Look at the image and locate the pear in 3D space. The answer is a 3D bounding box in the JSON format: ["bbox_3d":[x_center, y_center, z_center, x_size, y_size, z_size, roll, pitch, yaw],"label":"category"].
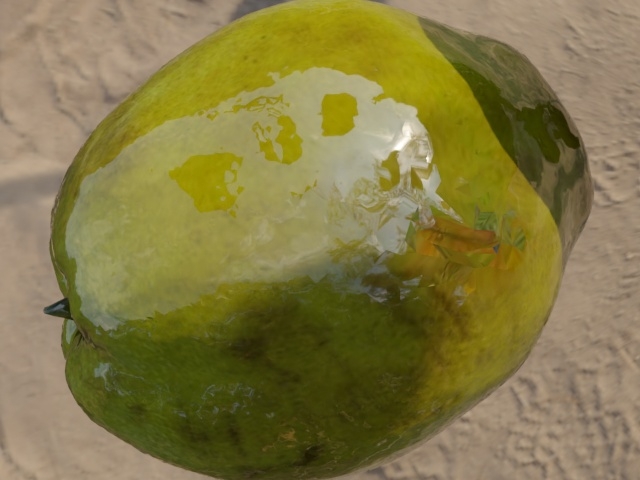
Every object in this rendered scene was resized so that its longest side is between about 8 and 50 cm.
[{"bbox_3d":[0.000,0.000,0.763,0.321,0.269,0.269,-18,84,-14],"label":"pear"}]
